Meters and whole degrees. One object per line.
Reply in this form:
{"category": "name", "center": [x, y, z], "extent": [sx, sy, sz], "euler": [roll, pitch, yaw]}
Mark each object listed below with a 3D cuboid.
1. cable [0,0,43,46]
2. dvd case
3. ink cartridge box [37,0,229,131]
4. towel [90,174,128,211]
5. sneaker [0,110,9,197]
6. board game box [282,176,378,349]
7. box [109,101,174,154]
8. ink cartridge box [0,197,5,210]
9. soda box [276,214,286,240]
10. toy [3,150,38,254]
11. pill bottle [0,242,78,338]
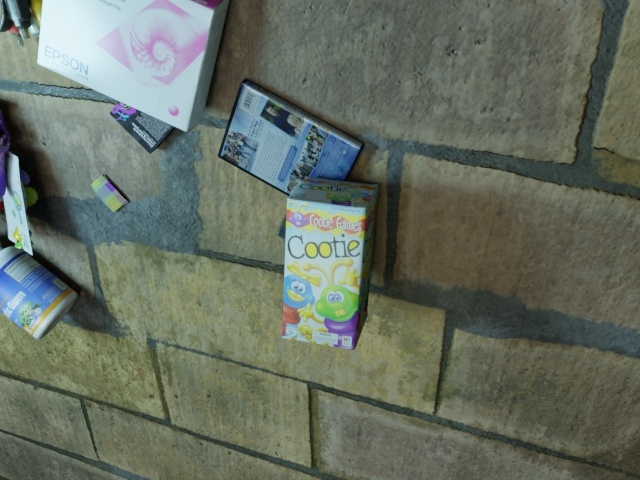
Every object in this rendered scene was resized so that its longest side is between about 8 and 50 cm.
{"category": "cable", "center": [-0.581, -0.503, 1.260], "extent": [0.139, 0.072, 0.287], "euler": [4, 113, 20]}
{"category": "dvd case", "center": [-0.063, -0.170, 1.271], "extent": [0.253, 0.022, 0.180], "euler": [29, 131, 3]}
{"category": "ink cartridge box", "center": [-0.332, -0.402, 1.179], "extent": [0.324, 0.071, 0.330], "euler": [25, 125, 6]}
{"category": "towel", "center": [-0.476, -0.105, 1.510], "extent": [0.060, 0.009, 0.083], "euler": [-30, 107, 37]}
{"category": "sneaker", "center": [-0.730, -0.199, 1.475], "extent": [0.104, 0.095, 0.236], "euler": [9, 112, 26]}
{"category": "board game box", "center": [0.017, 0.039, 1.237], "extent": [0.144, 0.142, 0.275], "euler": [7, 112, 11]}
{"category": "box", "center": [-0.335, -0.259, 1.326], "extent": [0.116, 0.029, 0.162], "euler": [46, 127, -10]}
{"category": "ink cartridge box", "center": [-0.846, -0.137, 1.609], "extent": [0.134, 0.078, 0.231], "euler": [20, 129, 12]}
{"category": "soda box", "center": [0.000, 0.000, 1.341], "extent": [0.169, 0.053, 0.060], "euler": [31, 130, 1]}
{"category": "toy", "center": [-0.700, -0.098, 1.573], "extent": [0.137, 0.056, 0.237], "euler": [23, 117, 40]}
{"category": "pill bottle", "center": [-0.771, 0.112, 1.703], "extent": [0.272, 0.152, 0.152], "euler": [39, 130, -6]}
